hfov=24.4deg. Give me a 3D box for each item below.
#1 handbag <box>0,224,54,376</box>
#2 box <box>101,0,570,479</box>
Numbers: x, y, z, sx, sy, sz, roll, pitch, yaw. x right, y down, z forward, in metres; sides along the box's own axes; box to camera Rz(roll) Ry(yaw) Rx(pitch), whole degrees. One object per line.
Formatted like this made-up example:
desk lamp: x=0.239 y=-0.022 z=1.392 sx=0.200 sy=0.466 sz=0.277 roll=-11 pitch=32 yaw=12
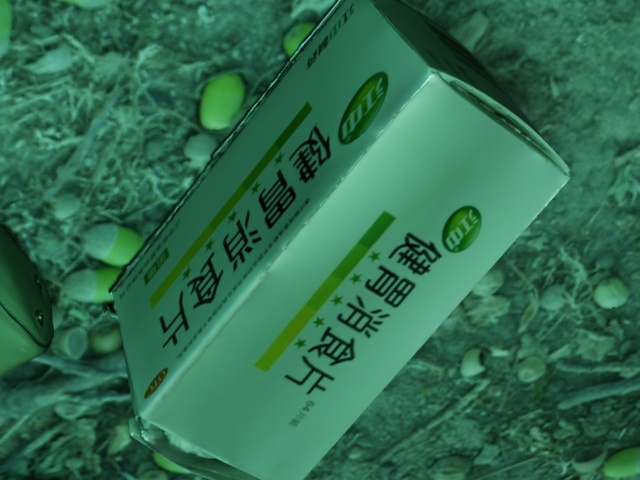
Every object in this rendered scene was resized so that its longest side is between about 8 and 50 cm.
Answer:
handbag: x=-0.363 y=0.066 z=1.035 sx=0.315 sy=0.109 sz=0.241 roll=-28 pitch=122 yaw=5
box: x=-0.002 y=0.002 z=1.056 sx=0.145 sy=0.173 sz=0.333 roll=32 pitch=106 yaw=-28
